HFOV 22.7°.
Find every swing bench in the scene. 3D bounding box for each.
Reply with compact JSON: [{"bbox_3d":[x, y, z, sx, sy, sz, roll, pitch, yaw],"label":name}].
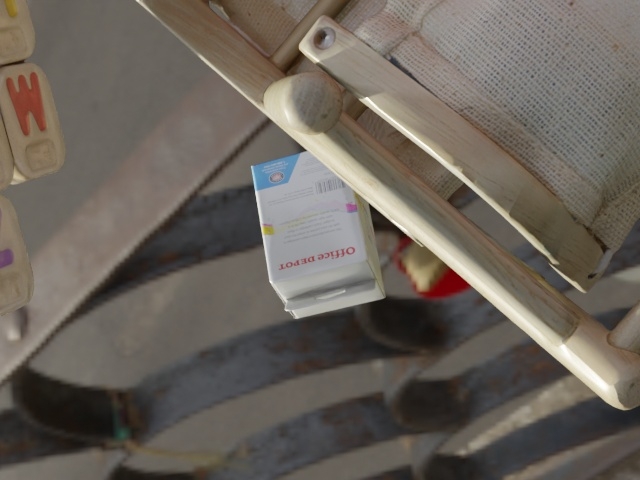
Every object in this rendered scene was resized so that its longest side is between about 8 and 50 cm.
[{"bbox_3d":[0.090,-0.119,0.593,0.253,0.165,0.254,-49,24,2],"label":"swing bench"}]

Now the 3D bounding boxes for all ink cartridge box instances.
[{"bbox_3d":[0.000,0.000,1.463,0.092,0.090,0.143,-14,63,8],"label":"ink cartridge box"}]

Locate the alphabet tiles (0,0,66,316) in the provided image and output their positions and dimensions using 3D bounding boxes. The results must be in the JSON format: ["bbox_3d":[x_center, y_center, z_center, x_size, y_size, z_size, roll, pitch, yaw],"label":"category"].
[{"bbox_3d":[-0.232,-0.080,0.853,0.021,0.284,0.278,-11,98,26],"label":"alphabet tiles"}]
